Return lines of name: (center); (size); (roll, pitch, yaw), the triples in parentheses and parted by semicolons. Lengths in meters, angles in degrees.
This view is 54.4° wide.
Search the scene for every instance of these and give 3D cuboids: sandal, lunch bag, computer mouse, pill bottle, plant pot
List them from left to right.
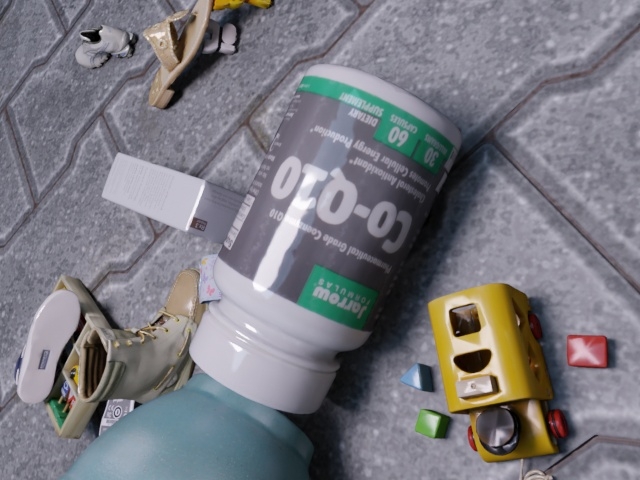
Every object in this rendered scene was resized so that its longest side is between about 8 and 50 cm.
computer mouse: (-0.297, 0.238, 0.975); (0.106, 0.042, 0.193); (-4, 68, 30)
sandal: (-0.265, -0.324, 1.051); (0.240, 0.079, 0.088); (-49, 43, 38)
plant pot: (-0.126, 0.279, 0.711); (0.293, 0.293, 0.196); (10, 55, 37)
lunch bag: (-0.139, 0.056, 0.909); (0.083, 0.053, 0.071); (-8, 73, 23)
pill bottle: (0.000, 0.000, 0.730); (0.204, 0.204, 0.361); (27, 92, 38)

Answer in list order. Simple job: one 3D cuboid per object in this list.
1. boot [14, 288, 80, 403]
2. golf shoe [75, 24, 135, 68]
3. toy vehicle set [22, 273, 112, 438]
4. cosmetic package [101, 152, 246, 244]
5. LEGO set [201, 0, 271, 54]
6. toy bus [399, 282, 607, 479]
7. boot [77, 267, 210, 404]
boot: (-0.455, 0.162, 1.019); (0.086, 0.069, 0.190); (18, 86, 53)
golf shoe: (-0.457, -0.402, 1.261); (0.176, 0.086, 0.069); (-4, 75, 36)
toy vehicle set: (-0.426, 0.187, 1.058); (0.266, 0.035, 0.166); (33, 97, 47)
cosmetic package: (-0.222, -0.064, 0.966); (0.231, 0.117, 0.086); (17, 87, 37)
LEGO set: (-0.133, -0.424, 1.044); (0.087, 0.093, 0.227); (165, 111, -66)
toy bus: (0.172, 0.143, 0.623); (0.202, 0.104, 0.191); (32, 95, 38)
boot: (-0.248, 0.131, 0.891); (0.077, 0.165, 0.213); (11, 83, 37)
